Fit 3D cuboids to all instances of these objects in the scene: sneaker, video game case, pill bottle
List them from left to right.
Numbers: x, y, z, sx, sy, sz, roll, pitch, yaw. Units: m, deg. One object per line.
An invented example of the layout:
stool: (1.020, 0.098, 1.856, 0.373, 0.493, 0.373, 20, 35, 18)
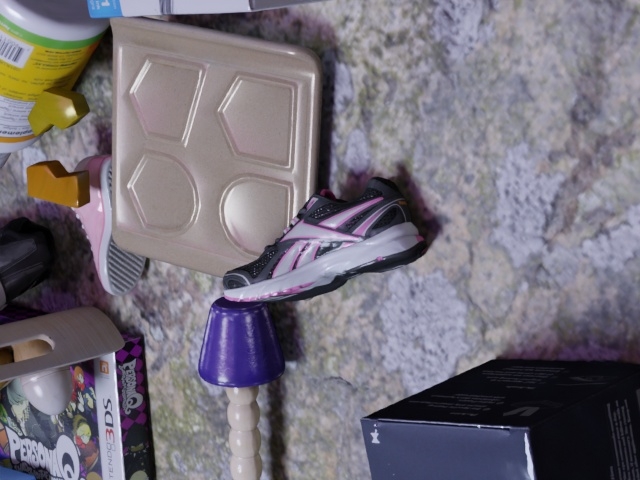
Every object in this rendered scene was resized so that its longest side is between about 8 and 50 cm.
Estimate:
pill bottle: (-0.296, -0.169, 1.523, 0.136, 0.136, 0.246, 56, 134, 17)
sneaker: (-0.320, 0.022, 1.651, 0.078, 0.106, 0.234, 64, 163, -11)
video game case: (-0.260, 0.183, 1.663, 0.232, 0.042, 0.210, 10, 108, 43)
sneaker: (-0.204, -0.018, 1.541, 0.070, 0.051, 0.134, 9, 105, 45)
sneaker: (0.000, 0.000, 1.324, 0.178, 0.072, 0.077, -18, 78, 22)

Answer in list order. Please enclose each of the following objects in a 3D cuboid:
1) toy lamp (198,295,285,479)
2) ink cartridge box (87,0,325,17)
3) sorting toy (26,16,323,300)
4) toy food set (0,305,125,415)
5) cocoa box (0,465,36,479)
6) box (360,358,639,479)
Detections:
toy lamp: (-0.065, 0.184, 1.445, 0.080, 0.080, 0.275, 12, 113, 42)
ink cartridge box: (-0.076, -0.222, 1.283, 0.190, 0.139, 0.082, 7, 106, 44)
sorting toy: (-0.129, -0.084, 1.422, 0.307, 0.041, 0.229, 14, 116, 29)
toy food set: (-0.351, 0.167, 1.560, 0.306, 0.219, 0.092, -37, 74, 43)
cocoa box: (-0.445, 0.371, 1.738, 0.347, 0.231, 0.228, 5, 121, 45)
box: (0.142, 0.149, 1.168, 0.156, 0.158, 0.093, -3, 100, 46)
